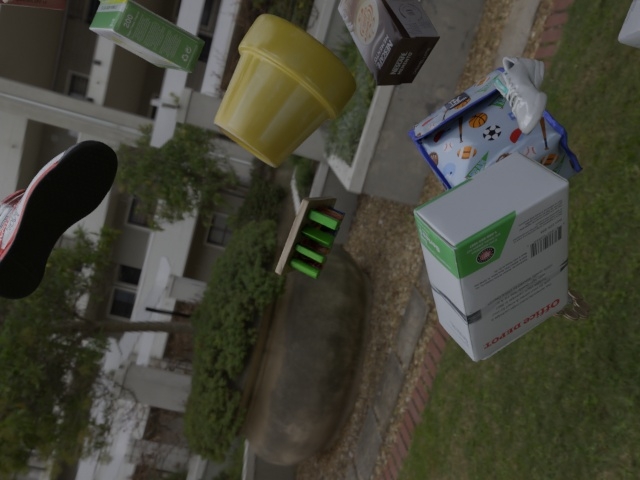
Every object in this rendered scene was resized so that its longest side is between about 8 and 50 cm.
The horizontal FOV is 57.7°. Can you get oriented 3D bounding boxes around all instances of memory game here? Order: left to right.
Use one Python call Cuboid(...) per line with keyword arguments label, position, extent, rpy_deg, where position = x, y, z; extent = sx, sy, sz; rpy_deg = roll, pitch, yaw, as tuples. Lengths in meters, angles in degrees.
Cuboid(label="memory game", position=(0.501, 0.115, 1.271), extent=(0.186, 0.186, 0.012), rpy_deg=(-91, 18, -61))

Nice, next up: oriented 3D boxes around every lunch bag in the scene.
Cuboid(label="lunch bag", position=(0.446, -0.271, 1.586), extent=(0.327, 0.239, 0.385), rpy_deg=(-33, 50, 15))

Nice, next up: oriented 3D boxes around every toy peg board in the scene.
Cuboid(label="toy peg board", position=(0.000, 0.000, 1.186), extent=(0.161, 0.079, 0.160), rpy_deg=(-68, -18, 13))

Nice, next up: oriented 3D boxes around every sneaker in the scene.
Cuboid(label="sneaker", position=(-0.402, -0.058, 0.844), extent=(0.270, 0.090, 0.145), rpy_deg=(-53, 44, 11))
Cuboid(label="sneaker", position=(0.387, -0.290, 1.145), extent=(0.080, 0.094, 0.212), rpy_deg=(113, 175, -49))

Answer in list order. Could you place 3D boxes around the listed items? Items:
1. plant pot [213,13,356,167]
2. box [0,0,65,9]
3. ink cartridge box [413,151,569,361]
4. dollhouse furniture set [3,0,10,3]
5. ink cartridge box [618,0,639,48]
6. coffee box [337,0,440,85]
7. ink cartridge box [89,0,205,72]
Cuboid(label="plant pot", position=(-0.091, -0.295, 1.221), extent=(0.239, 0.254, 0.254), rpy_deg=(-56, 9, 0))
Cuboid(label="box", position=(-0.640, -0.629, 1.242), extent=(0.127, 0.148, 0.232), rpy_deg=(34, 123, 40))
Cuboid(label="ink cartridge box", position=(0.291, 0.035, 0.967), extent=(0.121, 0.211, 0.289), rpy_deg=(50, 166, 48))
Cuboid(label="dollhouse furniture set", position=(-0.429, -0.583, 0.894), extent=(0.198, 0.303, 0.286), rpy_deg=(-15, 28, 29))
Cuboid(label="ink cartridge box", position=(0.675, -0.362, 0.868), extent=(0.395, 0.285, 0.166), rpy_deg=(-50, -23, -74))
Cuboid(label="coffee box", position=(0.144, -0.483, 1.284), extent=(0.247, 0.098, 0.141), rpy_deg=(68, 152, 24))
Cuboid(label="ink cartridge box", position=(-0.299, -0.320, 0.818), extent=(0.171, 0.235, 0.056), rpy_deg=(31, 97, 54))
